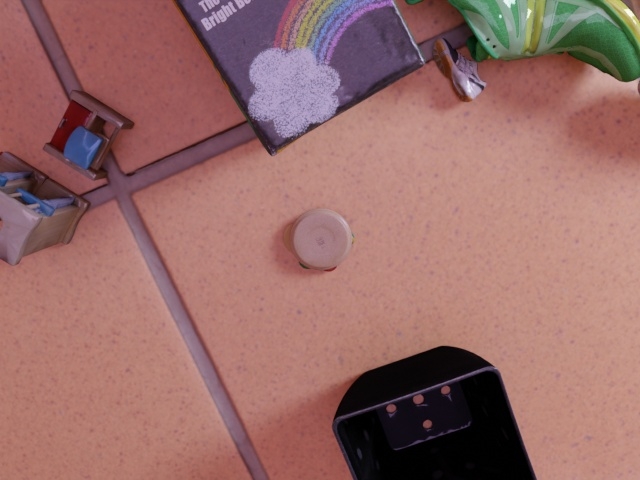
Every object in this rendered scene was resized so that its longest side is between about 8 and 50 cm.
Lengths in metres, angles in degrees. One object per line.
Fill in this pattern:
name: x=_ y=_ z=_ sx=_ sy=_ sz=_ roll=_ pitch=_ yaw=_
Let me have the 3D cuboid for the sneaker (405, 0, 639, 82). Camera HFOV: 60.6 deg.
sneaker: x=0.229 y=-0.251 z=0.621 sx=0.295 sy=0.109 sz=0.124 roll=27 pitch=115 yaw=-1

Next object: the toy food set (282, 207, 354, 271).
toy food set: x=0.000 y=0.000 z=0.704 sx=0.083 sy=0.020 sz=0.083 roll=-41 pitch=97 yaw=8

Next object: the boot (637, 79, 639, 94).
boot: x=0.499 y=-0.181 z=0.630 sx=0.258 sy=0.095 sz=0.124 roll=21 pitch=94 yaw=-11

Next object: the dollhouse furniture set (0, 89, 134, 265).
dollhouse furniture set: x=-0.339 y=-0.093 z=0.640 sx=0.128 sy=0.129 sz=0.184 roll=32 pitch=101 yaw=-4

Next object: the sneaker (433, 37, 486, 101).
sneaker: x=0.168 y=-0.209 z=0.659 sx=0.037 sy=0.032 sz=0.083 roll=-36 pitch=103 yaw=-6

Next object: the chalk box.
chalk box: x=-0.047 y=-0.263 z=0.566 sx=0.180 sy=0.179 sz=0.289 roll=-29 pitch=103 yaw=8

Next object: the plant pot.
plant pot: x=0.130 y=0.231 z=0.669 sx=0.187 sy=0.167 sz=0.188 roll=-21 pitch=100 yaw=5
